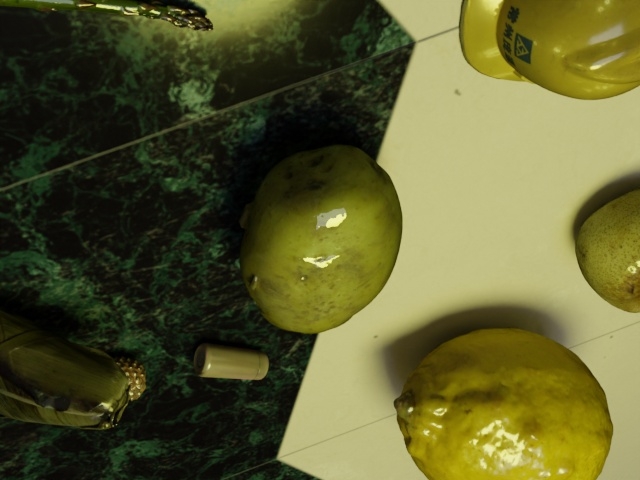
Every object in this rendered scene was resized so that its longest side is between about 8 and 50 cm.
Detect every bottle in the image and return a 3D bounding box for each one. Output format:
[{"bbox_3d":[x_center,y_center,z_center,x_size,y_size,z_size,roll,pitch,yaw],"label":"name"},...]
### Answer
[{"bbox_3d":[-0.119,0.165,1.208,0.096,0.045,0.045,12,126,-32],"label":"bottle"}]

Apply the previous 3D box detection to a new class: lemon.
[{"bbox_3d":[0.265,0.257,1.300,0.285,0.285,0.316,-36,111,12],"label":"lemon"}]

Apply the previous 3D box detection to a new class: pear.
[{"bbox_3d":[0.431,0.010,1.217,0.167,0.136,0.167,-14,139,-13],"label":"pear"}]

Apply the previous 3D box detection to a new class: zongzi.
[{"bbox_3d":[-0.318,0.122,1.011,0.205,0.094,0.204,3,126,24],"label":"zongzi"}]

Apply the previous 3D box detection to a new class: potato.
[{"bbox_3d":[-0.002,0.000,1.028,0.197,0.148,0.228,-32,138,-10],"label":"potato"}]

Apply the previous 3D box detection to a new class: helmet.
[{"bbox_3d":[0.293,-0.224,0.949,0.257,0.140,0.205,-15,135,-11],"label":"helmet"}]

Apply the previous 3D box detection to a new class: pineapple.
[{"bbox_3d":[-0.284,0.168,1.136,0.124,0.058,0.058,18,123,-34],"label":"pineapple"}]

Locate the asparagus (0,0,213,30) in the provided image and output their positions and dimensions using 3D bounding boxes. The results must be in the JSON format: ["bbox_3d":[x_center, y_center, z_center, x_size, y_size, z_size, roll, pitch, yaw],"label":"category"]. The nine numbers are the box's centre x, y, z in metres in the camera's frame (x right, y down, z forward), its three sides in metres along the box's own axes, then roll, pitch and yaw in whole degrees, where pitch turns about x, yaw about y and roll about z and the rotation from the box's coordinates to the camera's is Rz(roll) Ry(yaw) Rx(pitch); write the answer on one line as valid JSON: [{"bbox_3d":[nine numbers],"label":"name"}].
[{"bbox_3d":[-0.218,-0.218,0.829,0.249,0.024,0.025,1,173,-23],"label":"asparagus"}]
